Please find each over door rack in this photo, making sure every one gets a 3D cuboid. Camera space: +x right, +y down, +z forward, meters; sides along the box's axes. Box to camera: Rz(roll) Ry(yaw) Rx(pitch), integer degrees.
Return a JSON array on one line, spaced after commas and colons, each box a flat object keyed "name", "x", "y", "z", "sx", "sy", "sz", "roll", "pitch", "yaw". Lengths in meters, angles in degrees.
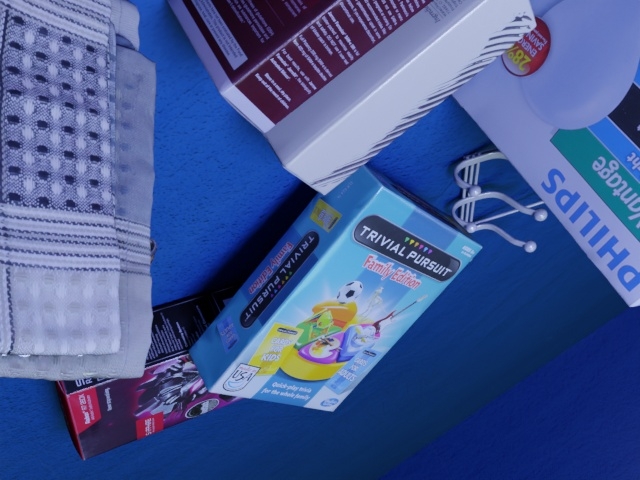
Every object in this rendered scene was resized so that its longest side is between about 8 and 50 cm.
[{"name": "over door rack", "x": 0.364, "y": -0.094, "z": 1.071, "sx": 0.324, "sy": 0.108, "sz": 0.239, "roll": -27, "pitch": 151, "yaw": -7}]

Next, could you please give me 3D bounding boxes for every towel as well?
[{"name": "towel", "x": -0.213, "y": -0.083, "z": 0.370, "sx": 0.056, "sy": 0.312, "sz": 0.324, "roll": -16, "pitch": 161, "yaw": 29}]

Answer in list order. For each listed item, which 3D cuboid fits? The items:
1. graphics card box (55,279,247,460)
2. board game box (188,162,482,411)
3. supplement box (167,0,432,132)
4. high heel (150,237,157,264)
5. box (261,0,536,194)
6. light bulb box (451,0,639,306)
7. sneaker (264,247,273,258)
[{"name": "graphics card box", "x": -0.194, "y": 0.180, "z": 0.990, "sx": 0.371, "sy": 0.094, "sz": 0.233, "roll": -17, "pitch": 147, "yaw": -25}, {"name": "board game box", "x": 0.027, "y": 0.077, "z": 0.892, "sx": 0.254, "sy": 0.079, "sz": 0.336, "roll": 24, "pitch": 112, "yaw": -47}, {"name": "supplement box", "x": 0.006, "y": -0.214, "z": 0.531, "sx": 0.239, "sy": 0.130, "sz": 0.073, "roll": -36, "pitch": 150, "yaw": 11}, {"name": "high heel", "x": -0.290, "y": 0.038, "z": 0.664, "sx": 0.186, "sy": 0.093, "sz": 0.261, "roll": -31, "pitch": 169, "yaw": 13}, {"name": "box", "x": 0.064, "y": -0.178, "z": 0.662, "sx": 0.275, "sy": 0.113, "sz": 0.094, "roll": -37, "pitch": 151, "yaw": 13}, {"name": "light bulb box", "x": 0.393, "y": -0.179, "z": 0.710, "sx": 0.225, "sy": 0.358, "sz": 0.361, "roll": -2, "pitch": 139, "yaw": -38}, {"name": "sneaker", "x": 0.000, "y": 0.000, "z": 0.920, "sx": 0.178, "sy": 0.072, "sz": 0.077, "roll": -39, "pitch": 140, "yaw": 3}]
